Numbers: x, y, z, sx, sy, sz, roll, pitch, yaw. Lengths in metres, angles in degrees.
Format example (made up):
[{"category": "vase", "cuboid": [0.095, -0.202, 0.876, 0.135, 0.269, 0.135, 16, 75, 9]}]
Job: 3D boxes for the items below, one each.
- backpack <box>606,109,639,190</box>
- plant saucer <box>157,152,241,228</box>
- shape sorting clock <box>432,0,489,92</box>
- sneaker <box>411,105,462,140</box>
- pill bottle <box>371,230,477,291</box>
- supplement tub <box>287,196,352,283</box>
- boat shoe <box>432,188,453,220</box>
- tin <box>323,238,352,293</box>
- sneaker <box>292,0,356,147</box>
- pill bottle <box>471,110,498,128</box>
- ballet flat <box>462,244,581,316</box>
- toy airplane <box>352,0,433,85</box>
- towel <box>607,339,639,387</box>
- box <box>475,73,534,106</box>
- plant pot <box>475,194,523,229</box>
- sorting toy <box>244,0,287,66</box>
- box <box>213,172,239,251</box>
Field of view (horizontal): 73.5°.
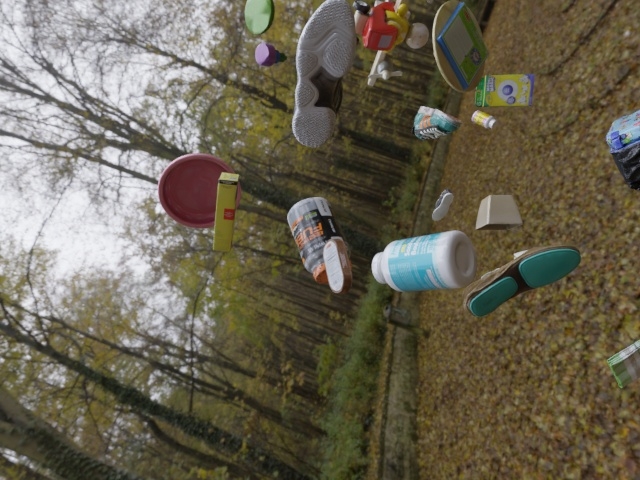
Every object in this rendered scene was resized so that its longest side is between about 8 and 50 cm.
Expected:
[{"category": "backpack", "cuboid": [0.609, -0.184, 0.730, 0.158, 0.117, 0.173, -37, 7, -37]}, {"category": "plant saucer", "cuboid": [-0.503, -0.212, 1.793, 0.084, 0.332, 0.332, -115, 36, -57]}, {"category": "shape sorting clock", "cuboid": [0.327, -0.454, 1.009, 0.040, 0.206, 0.206, 7, 74, 54]}, {"category": "sneaker", "cuboid": [0.434, -0.430, 1.630, 0.302, 0.108, 0.121, -110, 42, -68]}, {"category": "pill bottle", "cuboid": [0.266, 0.062, 1.148, 0.264, 0.146, 0.146, -12, 47, 46]}, {"category": "supplement tub", "cuboid": [0.000, 0.000, 1.709, 0.193, 0.193, 0.316, 99, 152, -57]}, {"category": "boat shoe", "cuboid": [0.426, -0.124, 1.502, 0.038, 0.046, 0.125, -87, 9, -48]}, {"category": "tin", "cuboid": [0.055, 0.084, 1.426, 0.106, 0.040, 0.190, -39, 56, 49]}, {"category": "sneaker", "cuboid": [0.005, -0.330, 0.832, 0.153, 0.101, 0.268, -82, 5, -52]}, {"category": "pill bottle", "cuboid": [0.564, -0.412, 1.468, 0.043, 0.083, 0.043, -24, -45, -26]}, {"category": "ballet flat", "cuboid": [0.554, 0.100, 1.226, 0.342, 0.116, 0.124, -33, 16, 8]}, {"category": "toy airplane", "cuboid": [0.281, -0.807, 1.604, 0.384, 0.272, 0.386, -62, -7, 0]}, {"category": "towel", "cuboid": [0.761, 0.279, 1.007, 0.152, 0.113, 0.023, -37, 24, 8]}, {"category": "box", "cuboid": [0.625, -0.509, 1.460, 0.043, 0.179, 0.105, -39, -49, -70]}, {"category": "plant pot", "cuboid": [0.559, -0.089, 1.350, 0.109, 0.109, 0.096, 87, -176, -82]}, {"category": "sorting toy", "cuboid": [-0.159, -0.742, 1.363, 0.126, 0.127, 0.365, -16, -78, -47]}, {"category": "box", "cuboid": [-0.293, -0.087, 1.330, 0.087, 0.058, 0.232, -106, 25, -67]}]
